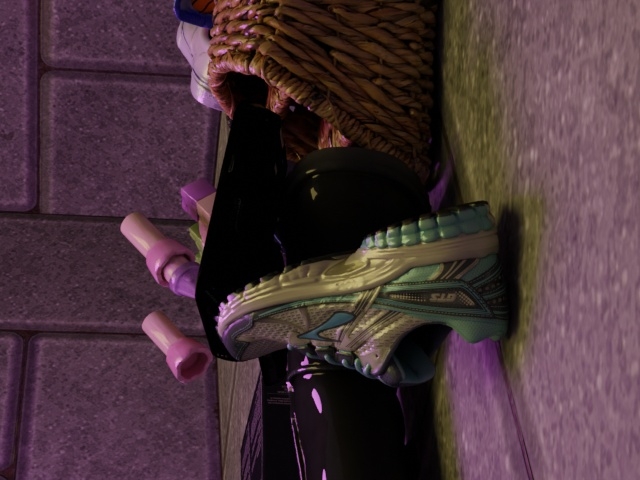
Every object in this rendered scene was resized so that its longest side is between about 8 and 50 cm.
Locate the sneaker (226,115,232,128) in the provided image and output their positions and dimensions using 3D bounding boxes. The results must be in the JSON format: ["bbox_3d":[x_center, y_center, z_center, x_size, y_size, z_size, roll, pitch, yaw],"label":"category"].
[{"bbox_3d":[-0.096,-0.254,2.267,0.088,0.093,0.225,-130,31,-53],"label":"sneaker"}]

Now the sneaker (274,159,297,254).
[{"bbox_3d":[0.000,0.000,1.611,0.232,0.081,0.090,38,-156,-43],"label":"sneaker"}]

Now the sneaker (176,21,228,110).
[{"bbox_3d":[-0.123,-0.256,1.950,0.091,0.094,0.258,-64,23,24],"label":"sneaker"}]

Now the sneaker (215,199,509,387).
[{"bbox_3d":[0.028,0.067,1.217,0.283,0.110,0.122,-23,81,40],"label":"sneaker"}]

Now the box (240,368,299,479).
[{"bbox_3d":[-0.050,0.319,2.094,0.261,0.103,0.184,106,168,-56],"label":"box"}]

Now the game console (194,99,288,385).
[{"bbox_3d":[-0.064,0.043,1.481,0.361,0.044,0.213,82,-164,-60],"label":"game console"}]

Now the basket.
[{"bbox_3d":[-0.011,-0.145,1.553,0.299,0.213,0.223,144,129,-80],"label":"basket"}]

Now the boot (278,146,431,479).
[{"bbox_3d":[0.032,0.193,1.366,0.367,0.146,0.445,87,-176,-54],"label":"boot"}]

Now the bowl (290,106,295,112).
[{"bbox_3d":[-0.043,-0.192,2.074,0.298,0.134,0.298,-177,90,-81],"label":"bowl"}]

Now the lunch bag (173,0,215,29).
[{"bbox_3d":[-0.044,-0.472,1.869,0.328,0.239,0.385,-99,30,-57],"label":"lunch bag"}]

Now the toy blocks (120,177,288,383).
[{"bbox_3d":[-0.093,0.062,2.256,0.260,0.309,0.288,42,152,36],"label":"toy blocks"}]
